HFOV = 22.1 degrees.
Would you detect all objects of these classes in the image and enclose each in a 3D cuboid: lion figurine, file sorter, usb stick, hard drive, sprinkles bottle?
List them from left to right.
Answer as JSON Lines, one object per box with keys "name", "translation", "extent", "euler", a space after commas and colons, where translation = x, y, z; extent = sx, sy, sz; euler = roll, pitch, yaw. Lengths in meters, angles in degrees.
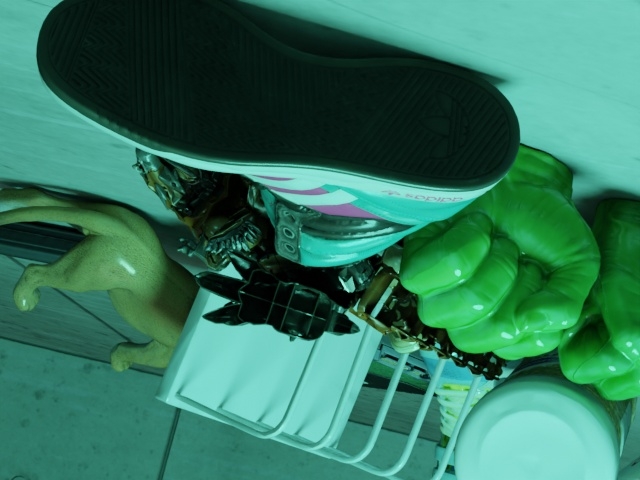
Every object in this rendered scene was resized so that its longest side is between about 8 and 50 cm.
{"name": "usb stick", "translation": [-0.357, 0.002, 1.975], "extent": [0.278, 0.045, 0.077], "euler": [9, 167, 22]}
{"name": "lion figurine", "translation": [-0.183, 0.051, 1.770], "extent": [0.240, 0.142, 0.392], "euler": [-4, 156, 38]}
{"name": "file sorter", "translation": [0.012, 0.129, 1.684], "extent": [0.173, 0.193, 0.277], "euler": [18, 174, 43]}
{"name": "hard drive", "translation": [0.024, 0.139, 2.127], "extent": [0.339, 0.064, 0.237], "euler": [4, 165, 46]}
{"name": "sprinkles bottle", "translation": [0.196, 0.156, 1.365], "extent": [0.121, 0.121, 0.355], "euler": [12, -175, 13]}

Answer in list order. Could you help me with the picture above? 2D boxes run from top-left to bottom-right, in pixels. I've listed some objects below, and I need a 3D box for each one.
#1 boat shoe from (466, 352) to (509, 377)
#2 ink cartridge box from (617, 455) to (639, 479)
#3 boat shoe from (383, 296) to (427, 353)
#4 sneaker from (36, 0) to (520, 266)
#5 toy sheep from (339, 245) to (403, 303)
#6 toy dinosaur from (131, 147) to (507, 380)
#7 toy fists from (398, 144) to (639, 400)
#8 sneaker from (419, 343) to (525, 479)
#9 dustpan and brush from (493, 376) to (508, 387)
{"name": "boat shoe", "translation": [0.147, 0.044, 1.425], "extent": [0.091, 0.114, 0.302], "euler": [53, 176, 17]}
{"name": "ink cartridge box", "translation": [0.415, 0.200, 1.469], "extent": [0.129, 0.223, 0.307], "euler": [55, 169, 5]}
{"name": "boat shoe", "translation": [0.075, 0.048, 1.478], "extent": [0.050, 0.135, 0.045], "euler": [-22, 122, 14]}
{"name": "sneaker", "translation": [-0.037, -0.068, 1.051], "extent": [0.295, 0.124, 0.178], "euler": [14, 160, -7]}
{"name": "toy sheep", "translation": [0.041, 0.012, 1.433], "extent": [0.091, 0.091, 0.132], "euler": [21, -179, -31]}
{"name": "toy dinosaur", "translation": [0.000, 0.000, 1.269], "extent": [0.322, 0.164, 0.218], "euler": [12, 176, 2]}
{"name": "toy fists", "translation": [0.183, 0.029, 1.170], "extent": [0.279, 0.142, 0.096], "euler": [20, 168, -27]}
{"name": "sneaker", "translation": [0.179, 0.211, 1.911], "extent": [0.127, 0.208, 0.319], "euler": [9, 167, 28]}
{"name": "dustpan and brush", "translation": [0.296, 0.150, 1.847], "extent": [0.147, 0.060, 0.211], "euler": [-16, 154, 24]}
